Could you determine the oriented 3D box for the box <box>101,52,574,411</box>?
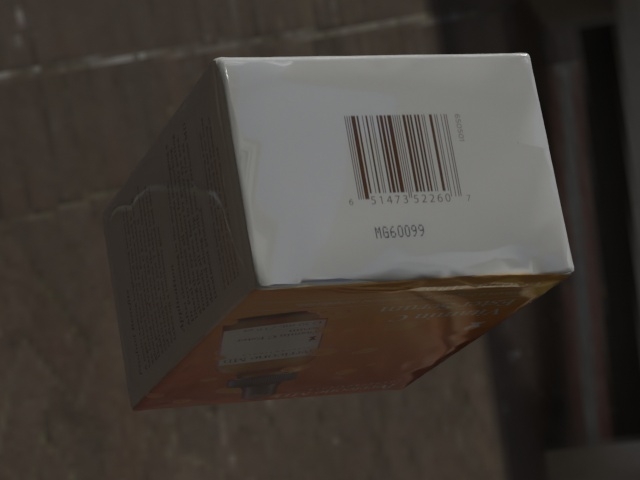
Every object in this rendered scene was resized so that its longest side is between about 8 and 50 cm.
[{"bbox_3d":[0.000,0.000,0.791,0.170,0.130,0.091,135,-52,-62],"label":"box"}]
